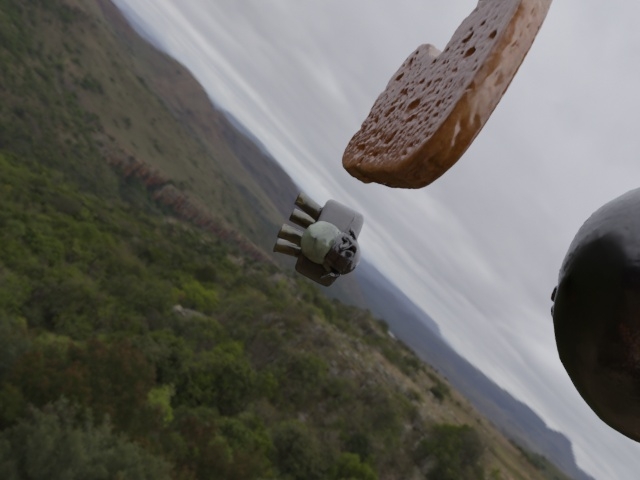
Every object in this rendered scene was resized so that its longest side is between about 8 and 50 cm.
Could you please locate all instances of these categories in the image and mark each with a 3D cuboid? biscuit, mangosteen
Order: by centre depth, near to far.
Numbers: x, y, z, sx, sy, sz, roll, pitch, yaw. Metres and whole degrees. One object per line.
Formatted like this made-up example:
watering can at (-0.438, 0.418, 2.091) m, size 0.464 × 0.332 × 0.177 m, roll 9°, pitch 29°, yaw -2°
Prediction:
biscuit at (0.097, -0.124, 0.529) m, size 0.036 × 0.186 × 0.192 m, roll 30°, pitch -2°, yaw -19°
mangosteen at (0.411, 0.073, 0.710) m, size 0.297 × 0.313 × 0.297 m, roll 50°, pitch 29°, yaw -42°

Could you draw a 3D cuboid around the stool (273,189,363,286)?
stool at (0.000, 0.000, 0.984) m, size 0.121 × 0.125 × 0.217 m, roll 28°, pitch 6°, yaw -2°
